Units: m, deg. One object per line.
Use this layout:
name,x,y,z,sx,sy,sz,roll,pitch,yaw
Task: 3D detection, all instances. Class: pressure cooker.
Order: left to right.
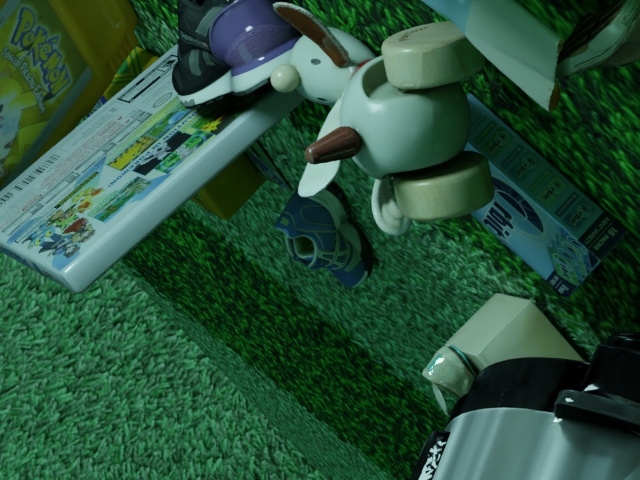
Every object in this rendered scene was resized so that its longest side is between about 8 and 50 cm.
pressure cooker,0.259,0.300,1.822,0.375,0.420,0.370,31,157,-20

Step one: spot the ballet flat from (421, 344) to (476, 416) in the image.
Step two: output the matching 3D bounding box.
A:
ballet flat,0.158,0.176,2.114,0.168,0.052,0.057,52,169,-34

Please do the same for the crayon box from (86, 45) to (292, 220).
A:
crayon box,-0.200,-0.149,2.492,0.323,0.083,0.203,29,161,46

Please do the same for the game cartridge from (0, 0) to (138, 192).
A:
game cartridge,-0.338,-0.197,2.218,0.053,0.323,0.285,26,161,27

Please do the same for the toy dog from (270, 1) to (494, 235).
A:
toy dog,0.023,-0.108,1.705,0.334,0.161,0.220,161,94,-71

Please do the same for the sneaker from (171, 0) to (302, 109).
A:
sneaker,-0.096,-0.214,1.992,0.124,0.107,0.283,61,160,-9

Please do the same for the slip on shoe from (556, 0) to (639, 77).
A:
slip on shoe,0.204,-0.138,1.394,0.041,0.051,0.135,33,162,-7

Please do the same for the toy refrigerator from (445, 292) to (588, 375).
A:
toy refrigerator,0.265,0.181,2.125,0.269,0.094,0.102,48,170,-13

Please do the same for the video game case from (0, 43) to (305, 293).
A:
video game case,-0.201,-0.087,2.136,0.036,0.329,0.300,56,163,-26

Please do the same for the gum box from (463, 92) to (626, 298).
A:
gum box,0.180,-0.037,1.792,0.184,0.041,0.157,42,167,6

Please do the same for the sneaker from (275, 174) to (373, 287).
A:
sneaker,0.000,0.000,2.365,0.080,0.081,0.211,32,165,35

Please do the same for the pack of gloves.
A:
pack of gloves,0.107,-0.229,1.405,0.232,0.046,0.195,45,155,26
